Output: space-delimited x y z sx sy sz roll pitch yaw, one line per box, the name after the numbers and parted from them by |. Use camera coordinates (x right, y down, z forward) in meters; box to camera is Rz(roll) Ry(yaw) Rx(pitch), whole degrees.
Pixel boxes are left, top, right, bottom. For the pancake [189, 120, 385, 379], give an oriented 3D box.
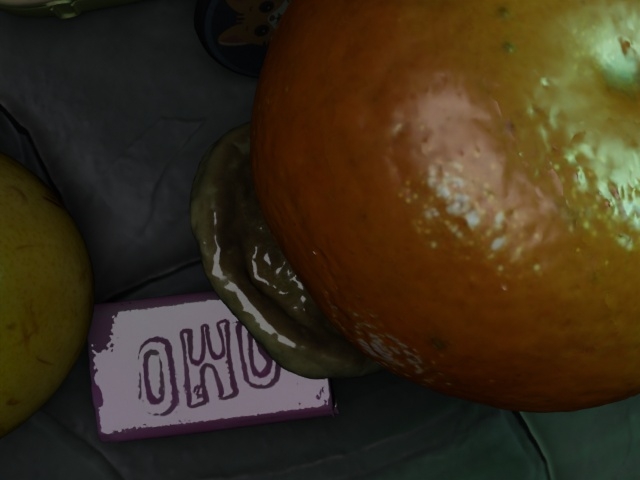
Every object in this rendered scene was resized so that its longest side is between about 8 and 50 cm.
0.001 0.000 1.637 0.222 0.042 0.236 2 68 -25 | pancake

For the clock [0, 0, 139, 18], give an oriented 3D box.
-0.182 -0.374 1.666 0.286 0.117 0.348 -10 87 1 | clock

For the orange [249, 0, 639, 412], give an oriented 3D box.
0.148 -0.067 1.525 0.424 0.326 0.424 12 65 -26 | orange

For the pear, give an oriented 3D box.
-0.317 0.040 1.582 0.281 0.281 0.280 0 88 2 | pear

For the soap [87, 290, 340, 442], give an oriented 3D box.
-0.091 0.101 1.674 0.203 0.065 0.122 -8 88 1 | soap

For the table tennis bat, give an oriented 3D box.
0.010 -0.194 1.664 0.236 0.150 0.027 -1 47 -15 | table tennis bat
